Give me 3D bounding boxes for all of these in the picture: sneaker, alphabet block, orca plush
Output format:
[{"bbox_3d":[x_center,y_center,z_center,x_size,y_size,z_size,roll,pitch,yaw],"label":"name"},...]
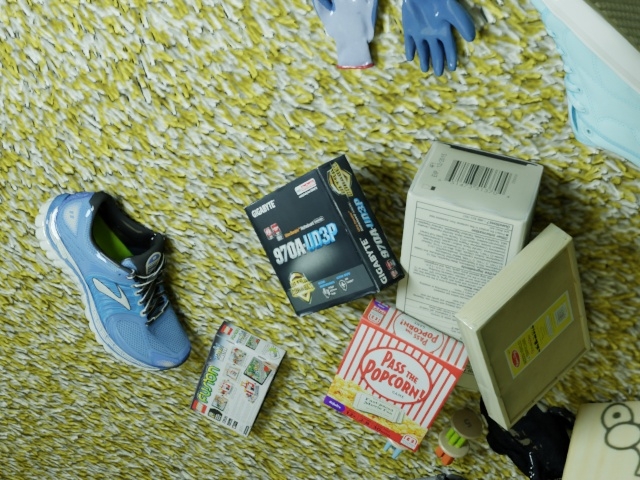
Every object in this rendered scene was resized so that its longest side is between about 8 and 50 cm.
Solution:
[{"bbox_3d":[-0.292,0.065,1.629,0.147,0.130,0.330,-14,119,36],"label":"sneaker"},{"bbox_3d":[0.451,0.353,1.468,0.192,0.197,0.193,-6,123,30],"label":"alphabet block"},{"bbox_3d":[0.307,-0.173,1.156,0.366,0.135,0.150,44,128,-11],"label":"sneaker"},{"bbox_3d":[0.318,0.342,1.584,0.151,0.102,0.287,-8,123,30],"label":"orca plush"}]

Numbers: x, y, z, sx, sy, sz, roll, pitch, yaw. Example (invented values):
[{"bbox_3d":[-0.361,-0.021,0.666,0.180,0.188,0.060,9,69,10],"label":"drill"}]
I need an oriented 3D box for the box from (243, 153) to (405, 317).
[{"bbox_3d":[0.000,0.000,1.409,0.220,0.051,0.175,-22,95,58],"label":"box"}]

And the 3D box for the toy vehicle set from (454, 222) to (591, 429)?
[{"bbox_3d":[0.261,0.116,1.341,0.035,0.166,0.267,40,165,37],"label":"toy vehicle set"}]

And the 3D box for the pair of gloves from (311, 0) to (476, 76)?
[{"bbox_3d":[0.084,-0.268,1.260,0.198,0.023,0.159,5,130,22],"label":"pair of gloves"}]

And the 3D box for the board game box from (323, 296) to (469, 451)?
[{"bbox_3d":[0.099,0.181,1.422,0.147,0.045,0.193,27,134,7],"label":"board game box"}]

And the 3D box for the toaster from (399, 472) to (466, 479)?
[{"bbox_3d":[0.182,0.470,1.734,0.146,0.129,0.227,-13,121,35],"label":"toaster"}]

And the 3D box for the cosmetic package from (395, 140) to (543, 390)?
[{"bbox_3d":[0.185,0.038,1.384,0.153,0.129,0.296,15,131,13],"label":"cosmetic package"}]

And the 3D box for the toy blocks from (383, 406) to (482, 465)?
[{"bbox_3d":[0.167,0.306,1.656,0.123,0.054,0.148,30,133,4],"label":"toy blocks"}]

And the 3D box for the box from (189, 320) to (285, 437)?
[{"bbox_3d":[-0.139,0.230,1.751,0.114,0.036,0.207,27,133,3],"label":"box"}]
